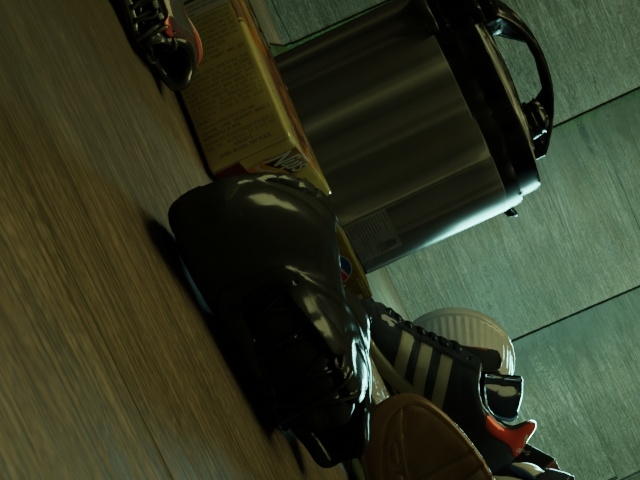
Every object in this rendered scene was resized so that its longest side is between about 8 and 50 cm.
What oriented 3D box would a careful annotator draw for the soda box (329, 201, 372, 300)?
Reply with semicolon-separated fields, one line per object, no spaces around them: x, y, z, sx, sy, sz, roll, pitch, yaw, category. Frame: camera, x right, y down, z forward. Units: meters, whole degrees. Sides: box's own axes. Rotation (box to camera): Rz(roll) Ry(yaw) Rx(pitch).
0.000;0.000;1.580;0.058;0.061;0.181;-106;170;-59;soda box

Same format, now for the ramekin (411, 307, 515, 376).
0.227;0.227;2.140;0.109;0.207;0.207;-85;152;-61;ramekin

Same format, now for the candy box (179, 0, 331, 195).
-0.100;-0.190;1.271;0.183;0.088;0.316;52;14;-71;candy box

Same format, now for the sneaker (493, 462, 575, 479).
0.330;0.374;1.657;0.323;0.236;0.130;71;39;-81;sneaker

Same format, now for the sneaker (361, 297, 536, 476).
0.163;0.166;1.774;0.350;0.148;0.131;52;6;8;sneaker

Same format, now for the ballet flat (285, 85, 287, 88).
-0.066;-0.162;1.630;0.072;0.068;0.213;30;36;-81;ballet flat

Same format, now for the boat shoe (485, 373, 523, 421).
0.209;0.211;2.022;0.258;0.089;0.109;23;-6;-31;boat shoe

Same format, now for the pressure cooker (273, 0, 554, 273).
0.147;-0.175;1.917;0.370;0.421;0.375;4;61;-84;pressure cooker

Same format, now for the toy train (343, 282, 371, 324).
0.015;0.056;1.489;0.158;0.027;0.036;45;-16;56;toy train

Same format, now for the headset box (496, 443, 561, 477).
0.289;0.407;1.961;0.218;0.110;0.293;23;-34;54;headset box

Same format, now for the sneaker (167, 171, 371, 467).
-0.017;0.061;0.892;0.286;0.109;0.130;57;16;-50;sneaker

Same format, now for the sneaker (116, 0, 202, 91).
-0.138;-0.192;1.062;0.065;0.061;0.158;-98;163;-51;sneaker

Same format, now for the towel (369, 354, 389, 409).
0.020;0.111;1.339;0.187;0.049;0.282;-101;166;-68;towel

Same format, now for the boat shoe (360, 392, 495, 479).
0.119;0.303;1.232;0.342;0.123;0.123;60;-24;-9;boat shoe
